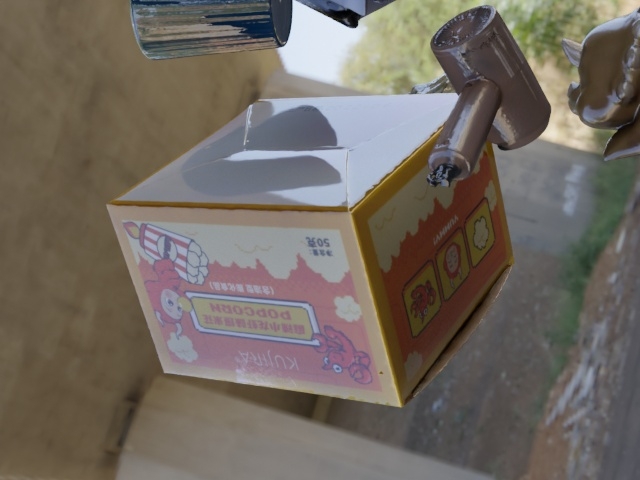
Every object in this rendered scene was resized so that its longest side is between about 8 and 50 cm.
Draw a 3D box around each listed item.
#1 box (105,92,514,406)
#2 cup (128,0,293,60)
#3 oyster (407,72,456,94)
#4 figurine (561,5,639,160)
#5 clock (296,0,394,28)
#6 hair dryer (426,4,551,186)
[{"bbox_3d":[0.000,0.000,1.038,0.259,0.284,0.213,-44,-54,-44],"label":"box"},{"bbox_3d":[-0.113,-0.279,1.188,0.176,0.155,0.131,-75,-18,-46],"label":"cup"},{"bbox_3d":[0.132,-0.149,1.354,0.232,0.162,0.107,-47,51,34],"label":"oyster"},{"bbox_3d":[0.392,-0.191,1.180,0.247,0.177,0.172,-7,97,57],"label":"figurine"},{"bbox_3d":[0.034,-0.293,0.990,0.253,0.186,0.083,-38,-29,-47],"label":"clock"},{"bbox_3d":[0.122,-0.094,0.844,0.117,0.064,0.181,55,-137,-26],"label":"hair dryer"}]
